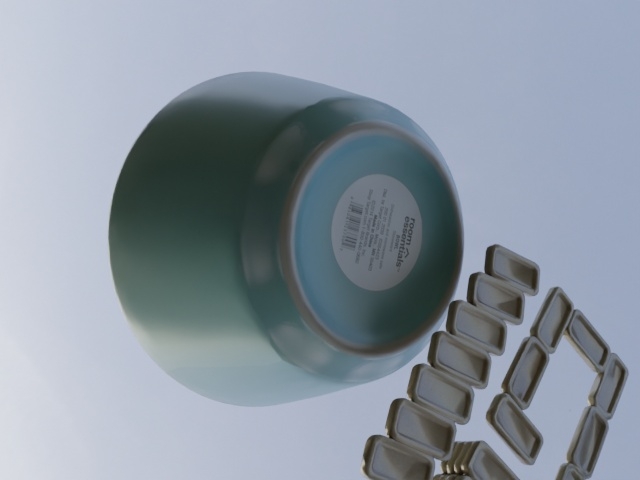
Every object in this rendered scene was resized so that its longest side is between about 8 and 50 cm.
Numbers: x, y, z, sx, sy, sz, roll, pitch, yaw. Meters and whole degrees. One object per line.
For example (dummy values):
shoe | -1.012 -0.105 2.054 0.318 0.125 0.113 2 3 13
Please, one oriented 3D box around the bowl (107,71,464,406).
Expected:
bowl | 0.000 0.000 0.585 0.163 0.312 0.311 2 -105 56

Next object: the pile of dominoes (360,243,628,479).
pile of dominoes | 0.139 0.136 0.547 0.040 0.196 0.251 -20 -153 54
